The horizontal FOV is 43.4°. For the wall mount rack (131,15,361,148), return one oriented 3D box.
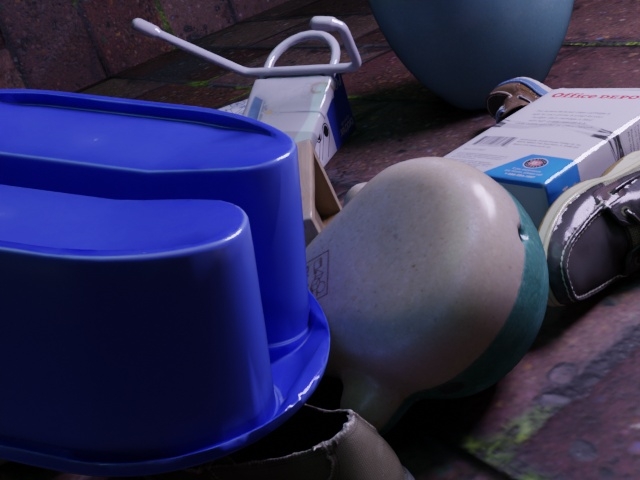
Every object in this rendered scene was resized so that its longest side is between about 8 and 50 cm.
[{"bbox_3d":[-0.119,-0.165,1.010,0.304,0.130,0.350,3,61,25],"label":"wall mount rack"}]

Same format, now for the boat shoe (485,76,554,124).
[{"bbox_3d":[0.249,-0.153,0.973,0.066,0.066,0.183,-28,25,-15],"label":"boat shoe"}]

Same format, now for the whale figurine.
[{"bbox_3d":[0.050,0.055,0.621,0.272,0.141,0.216,-30,45,35],"label":"whale figurine"}]

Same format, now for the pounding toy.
[{"bbox_3d":[-0.041,-0.009,0.780,0.100,0.130,0.141,-14,47,13],"label":"pounding toy"}]

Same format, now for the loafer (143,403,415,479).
[{"bbox_3d":[-0.049,0.131,0.554,0.251,0.087,0.094,1,30,39],"label":"loafer"}]

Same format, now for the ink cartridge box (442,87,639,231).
[{"bbox_3d":[0.230,-0.072,0.785,0.203,0.086,0.148,-31,26,-27],"label":"ink cartridge box"}]

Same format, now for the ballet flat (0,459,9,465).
[{"bbox_3d":[-0.294,0.145,0.731,0.316,0.107,0.106,3,51,51],"label":"ballet flat"}]

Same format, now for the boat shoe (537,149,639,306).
[{"bbox_3d":[0.253,-0.018,0.658,0.073,0.080,0.223,0,25,48],"label":"boat shoe"}]

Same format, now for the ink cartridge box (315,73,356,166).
[{"bbox_3d":[-0.012,-0.166,1.165,0.046,0.097,0.207,-6,26,25],"label":"ink cartridge box"}]

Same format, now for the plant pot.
[{"bbox_3d":[0.232,-0.303,1.151,0.290,0.195,0.290,-17,23,7],"label":"plant pot"}]

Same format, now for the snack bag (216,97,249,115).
[{"bbox_3d":[-0.198,-0.168,1.395,0.343,0.037,0.323,-24,24,-10],"label":"snack bag"}]

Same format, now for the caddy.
[{"bbox_3d":[-0.162,0.026,0.516,0.341,0.179,0.241,8,28,10],"label":"caddy"}]
